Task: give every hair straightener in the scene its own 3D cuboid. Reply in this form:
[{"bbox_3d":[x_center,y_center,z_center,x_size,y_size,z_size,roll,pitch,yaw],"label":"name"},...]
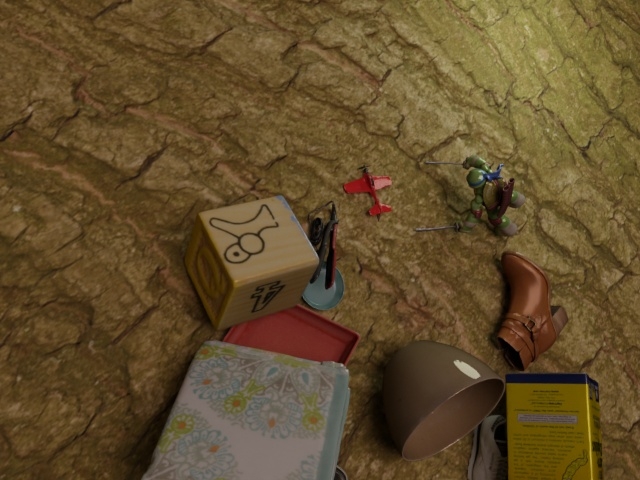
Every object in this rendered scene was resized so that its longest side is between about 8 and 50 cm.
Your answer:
[{"bbox_3d":[0.000,0.000,1.624,0.089,0.047,0.230,19,60,-18],"label":"hair straightener"}]

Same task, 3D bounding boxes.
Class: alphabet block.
[{"bbox_3d":[-0.148,0.045,1.436,0.197,0.193,0.192,-14,58,-30],"label":"alphabet block"}]

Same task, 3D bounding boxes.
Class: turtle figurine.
[{"bbox_3d":[0.417,-0.119,1.862,0.266,0.275,0.197,28,41,-41],"label":"turtle figurine"}]

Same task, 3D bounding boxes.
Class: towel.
[{"bbox_3d":[-0.121,0.356,1.276,0.321,0.090,0.374,9,39,5],"label":"towel"}]

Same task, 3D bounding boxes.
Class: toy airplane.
[{"bbox_3d":[0.132,-0.122,1.751,0.151,0.028,0.151,8,74,-28],"label":"toy airplane"}]

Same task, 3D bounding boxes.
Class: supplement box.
[{"bbox_3d":[0.570,0.509,1.664,0.194,0.195,0.356,29,59,-57],"label":"supplement box"}]

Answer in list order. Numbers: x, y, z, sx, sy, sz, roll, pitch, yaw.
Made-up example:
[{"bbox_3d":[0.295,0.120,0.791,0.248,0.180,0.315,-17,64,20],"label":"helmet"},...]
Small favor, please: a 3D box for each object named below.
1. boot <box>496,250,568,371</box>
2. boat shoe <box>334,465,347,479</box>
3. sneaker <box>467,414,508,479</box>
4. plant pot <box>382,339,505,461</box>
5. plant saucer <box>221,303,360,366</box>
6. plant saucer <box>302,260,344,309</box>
[{"bbox_3d":[0.531,0.190,1.859,0.220,0.109,0.283,-40,105,-26],"label":"boot"},{"bbox_3d":[-0.029,0.506,1.488,0.220,0.070,0.077,20,69,-23],"label":"boat shoe"},{"bbox_3d":[0.430,0.554,1.709,0.090,0.095,0.234,10,75,-27],"label":"sneaker"},{"bbox_3d":[0.253,0.345,1.593,0.284,0.284,0.191,-14,47,-30],"label":"plant pot"},{"bbox_3d":[-0.084,0.259,1.472,0.259,0.047,0.258,25,60,13],"label":"plant saucer"},{"bbox_3d":[0.000,0.107,1.629,0.120,0.021,0.119,7,75,-27],"label":"plant saucer"}]
